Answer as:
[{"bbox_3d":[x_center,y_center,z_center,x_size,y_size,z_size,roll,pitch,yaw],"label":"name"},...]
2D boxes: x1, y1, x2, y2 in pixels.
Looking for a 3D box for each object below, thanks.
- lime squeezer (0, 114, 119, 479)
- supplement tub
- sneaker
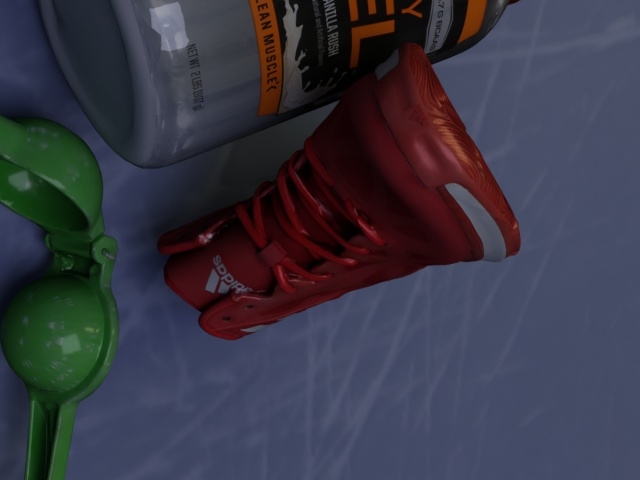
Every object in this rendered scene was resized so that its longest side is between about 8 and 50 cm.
[{"bbox_3d":[-0.119,0.024,0.616,0.110,0.059,0.310,-56,143,-54],"label":"lime squeezer"},{"bbox_3d":[-0.007,-0.111,0.613,0.190,0.117,0.117,-24,119,-21],"label":"supplement tub"},{"bbox_3d":[0.000,0.000,0.615,0.128,0.221,0.087,-28,80,-1],"label":"sneaker"}]
